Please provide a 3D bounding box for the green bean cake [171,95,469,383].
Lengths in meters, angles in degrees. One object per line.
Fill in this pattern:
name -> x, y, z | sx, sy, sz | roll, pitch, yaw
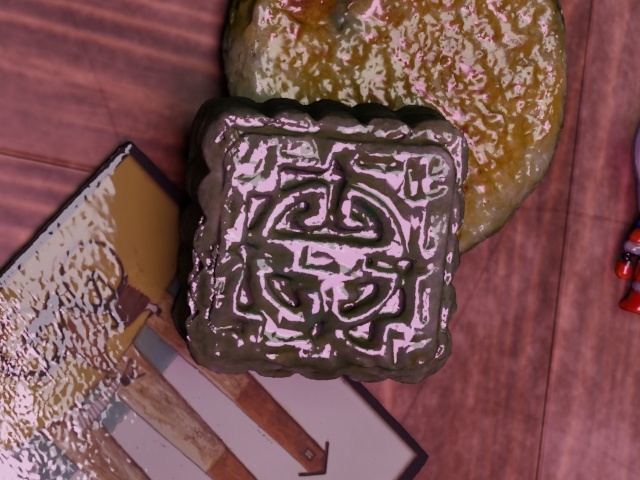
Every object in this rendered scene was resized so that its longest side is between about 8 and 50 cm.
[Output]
green bean cake -> 0.000, 0.000, 1.108 | 0.185, 0.094, 0.183 | 4, 102, -8

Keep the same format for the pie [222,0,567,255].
pie -> 0.060, -0.116, 1.202 | 0.277, 0.078, 0.277 | -2, 96, -23

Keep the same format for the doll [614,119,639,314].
doll -> 0.282, -0.033, 1.315 | 0.104, 0.062, 0.194 | 14, 88, -8

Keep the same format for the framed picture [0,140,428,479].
framed picture -> -0.100, 0.130, 1.137 | 0.324, 0.013, 0.244 | 47, 69, -16
